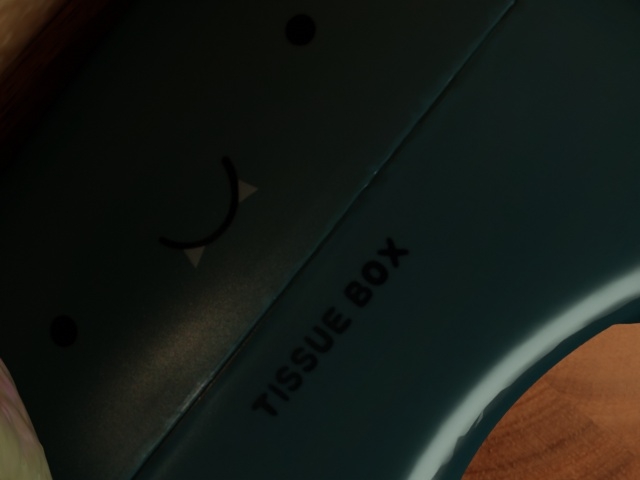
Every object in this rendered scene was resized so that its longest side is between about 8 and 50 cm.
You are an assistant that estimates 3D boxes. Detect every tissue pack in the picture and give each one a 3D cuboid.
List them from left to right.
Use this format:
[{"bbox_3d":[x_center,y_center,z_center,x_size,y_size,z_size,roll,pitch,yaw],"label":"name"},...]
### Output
[{"bbox_3d":[0.000,0.000,0.628,0.287,0.206,0.198,-50,180,10],"label":"tissue pack"}]

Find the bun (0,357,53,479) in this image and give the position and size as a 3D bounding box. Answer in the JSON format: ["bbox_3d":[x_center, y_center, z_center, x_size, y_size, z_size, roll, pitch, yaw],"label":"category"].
[{"bbox_3d":[-0.158,0.093,0.338,0.273,0.168,0.273,-43,176,-4],"label":"bun"}]
